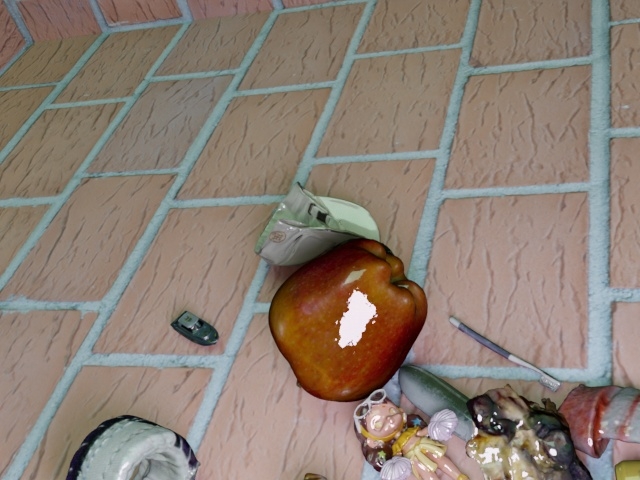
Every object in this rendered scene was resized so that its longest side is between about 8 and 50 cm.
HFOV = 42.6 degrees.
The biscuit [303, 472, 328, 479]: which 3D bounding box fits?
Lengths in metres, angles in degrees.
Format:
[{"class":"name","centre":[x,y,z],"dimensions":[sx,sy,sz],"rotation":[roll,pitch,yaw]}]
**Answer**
[{"class":"biscuit","centre":[-0.035,0.574,1.297],"dimensions":[0.268,0.115,0.366],"rotation":[23,69,42]}]

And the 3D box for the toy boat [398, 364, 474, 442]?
[{"class":"toy boat","centre":[0.243,0.309,1.566],"dimensions":[0.085,0.078,0.260],"rotation":[-16,32,-37]}]

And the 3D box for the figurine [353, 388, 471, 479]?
[{"class":"figurine","centre":[0.162,0.375,1.490],"dimensions":[0.175,0.115,0.240],"rotation":[-41,49,-21]}]

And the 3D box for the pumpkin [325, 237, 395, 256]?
[{"class":"pumpkin","centre":[0.086,0.080,1.837],"dimensions":[0.190,0.146,0.190],"rotation":[-4,71,11]}]

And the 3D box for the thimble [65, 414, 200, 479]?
[{"class":"thimble","centre":[-0.352,0.454,1.536],"dimensions":[0.150,0.237,0.237],"rotation":[11,48,37]}]

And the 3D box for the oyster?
[{"class":"oyster","centre":[0.357,0.390,1.271],"dimensions":[0.221,0.096,0.361],"rotation":[-6,64,-26]}]

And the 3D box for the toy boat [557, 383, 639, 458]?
[{"class":"toy boat","centre":[0.556,0.308,1.380],"dimensions":[0.282,0.096,0.206],"rotation":[-1,17,44]}]

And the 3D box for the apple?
[{"class":"apple","centre":[0.050,0.160,1.630],"dimensions":[0.317,0.288,0.288],"rotation":[-46,38,13]}]

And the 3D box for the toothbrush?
[{"class":"toothbrush","centre":[0.364,0.225,1.652],"dimensions":[0.026,0.024,0.288],"rotation":[-48,46,-11]}]

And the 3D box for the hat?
[{"class":"hat","centre":[-0.003,-0.007,2.006],"dimensions":[0.301,0.168,0.258],"rotation":[13,27,3]}]

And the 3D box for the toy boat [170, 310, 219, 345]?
[{"class":"toy boat","centre":[-0.287,0.210,1.914],"dimensions":[0.141,0.060,0.055],"rotation":[24,54,37]}]

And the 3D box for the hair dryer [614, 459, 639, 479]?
[{"class":"hair dryer","centre":[0.537,0.467,1.260],"dimensions":[0.135,0.090,0.278],"rotation":[-6,47,16]}]
